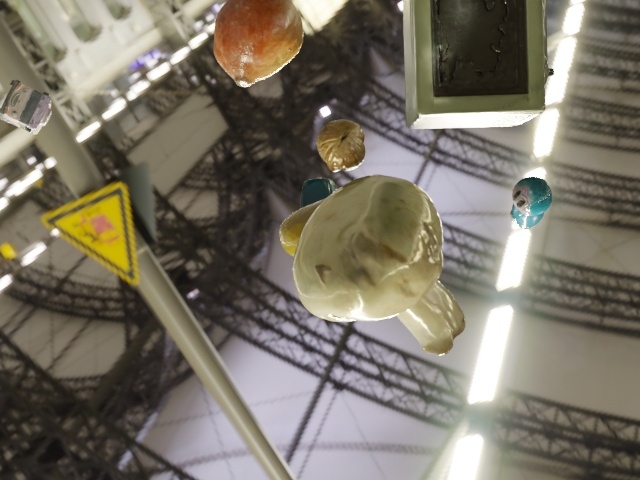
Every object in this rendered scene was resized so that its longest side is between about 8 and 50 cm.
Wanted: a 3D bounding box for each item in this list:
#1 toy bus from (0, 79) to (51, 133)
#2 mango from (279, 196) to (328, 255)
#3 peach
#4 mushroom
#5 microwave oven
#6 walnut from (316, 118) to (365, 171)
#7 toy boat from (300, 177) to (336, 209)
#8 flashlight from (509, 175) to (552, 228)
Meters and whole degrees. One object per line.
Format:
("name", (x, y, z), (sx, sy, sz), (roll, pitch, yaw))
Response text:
("toy bus", (-0.359, -0.160, 1.193), (0.052, 0.058, 0.102), (-65, -165, -4))
("mango", (0.057, -0.032, 2.000), (0.332, 0.142, 0.195), (-13, -179, 19))
("peach", (-0.145, -0.453, 2.224), (0.232, 0.232, 0.232), (-27, -161, 10))
("mushroom", (0.120, 0.062, 1.766), (0.314, 0.336, 0.314), (-34, -159, 15))
("microwave oven", (0.243, -0.362, 1.538), (0.219, 0.354, 0.286), (-2, -179, 3))
("walnut", (0.043, -0.188, 1.953), (0.105, 0.105, 0.124), (-31, 167, -1))
("toy boat", (0.000, 0.000, 2.255), (0.096, 0.299, 0.062), (-7, 165, 14))
("flashlight", (0.270, -0.043, 1.256), (0.051, 0.051, 0.129), (-30, 161, 0))
